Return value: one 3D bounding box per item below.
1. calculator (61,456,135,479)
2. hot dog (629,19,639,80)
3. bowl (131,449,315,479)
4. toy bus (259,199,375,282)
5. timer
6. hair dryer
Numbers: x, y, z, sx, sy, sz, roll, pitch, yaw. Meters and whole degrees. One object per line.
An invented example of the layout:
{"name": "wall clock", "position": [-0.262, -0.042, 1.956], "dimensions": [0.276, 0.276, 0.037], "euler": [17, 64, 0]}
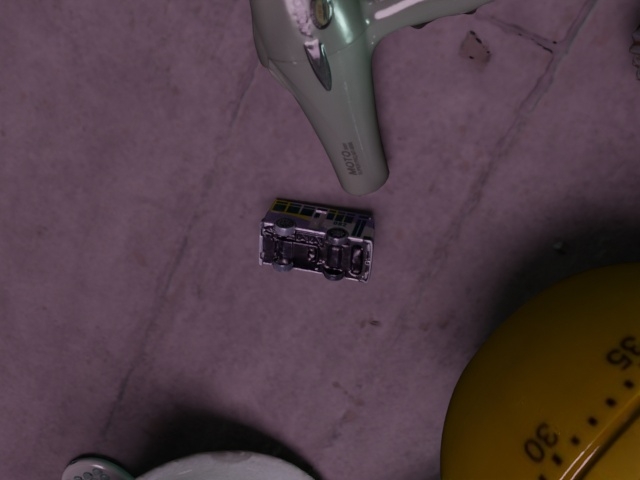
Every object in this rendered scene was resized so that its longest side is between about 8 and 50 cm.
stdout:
{"name": "calculator", "position": [-0.240, 0.311, 1.092], "dimensions": [0.095, 0.021, 0.153], "euler": [-27, 116, 23]}
{"name": "hot dog", "position": [0.366, -0.145, 0.676], "dimensions": [0.270, 0.082, 0.162], "euler": [11, 132, -7]}
{"name": "bowl", "position": [-0.165, 0.432, 1.000], "dimensions": [0.196, 0.435, 0.435], "euler": [-4, 129, 54]}
{"name": "toy bus", "position": [0.000, 0.000, 0.836], "dimensions": [0.102, 0.058, 0.052], "euler": [10, 124, 9]}
{"name": "timer", "position": [0.288, 0.211, 0.720], "dimensions": [0.387, 0.376, 0.376], "euler": [45, 129, 31]}
{"name": "hair dryer", "position": [0.079, -0.137, 0.738], "dimensions": [0.267, 0.092, 0.229], "euler": [-1, 130, -2]}
